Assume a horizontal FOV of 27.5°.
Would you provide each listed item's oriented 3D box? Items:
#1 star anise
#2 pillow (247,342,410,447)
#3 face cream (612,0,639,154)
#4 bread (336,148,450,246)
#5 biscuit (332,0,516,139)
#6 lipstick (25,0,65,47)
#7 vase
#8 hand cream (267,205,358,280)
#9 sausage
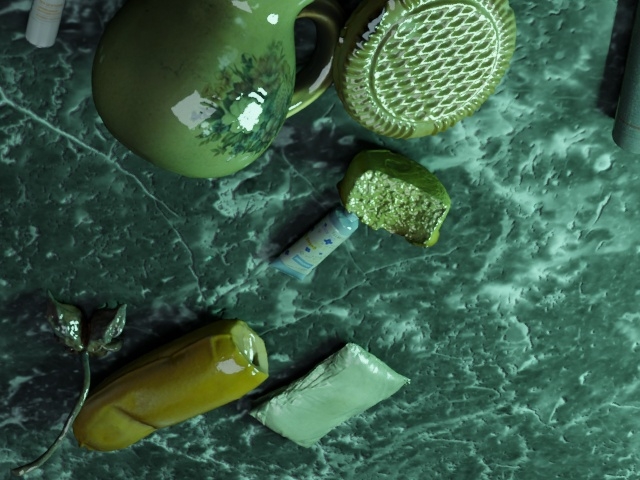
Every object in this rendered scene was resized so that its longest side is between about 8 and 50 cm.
[{"bbox_3d":[-0.384,0.212,1.947,0.218,0.227,0.148,-29,134,35],"label":"star anise"},{"bbox_3d":[0.012,0.251,2.107,0.229,0.050,0.148,-33,132,24],"label":"pillow"},{"bbox_3d":[0.430,-0.240,1.673,0.073,0.073,0.284,-1,132,-2],"label":"face cream"},{"bbox_3d":[0.102,-0.064,1.781,0.156,0.125,0.086,24,120,-4],"label":"bread"},{"bbox_3d":[0.129,-0.231,1.623,0.259,0.079,0.259,-14,134,-15],"label":"biscuit"},{"bbox_3d":[-0.329,-0.303,1.598,0.040,0.040,0.141,13,129,-14],"label":"lipstick"},{"bbox_3d":[-0.095,-0.238,1.577,0.329,0.241,0.302,4,123,-45],"label":"vase"},{"bbox_3d":[0.000,0.000,1.886,0.065,0.043,0.170,27,130,-29],"label":"hand cream"},{"bbox_3d":[-0.247,0.231,2.031,0.354,0.116,0.134,-26,142,22],"label":"sausage"}]
